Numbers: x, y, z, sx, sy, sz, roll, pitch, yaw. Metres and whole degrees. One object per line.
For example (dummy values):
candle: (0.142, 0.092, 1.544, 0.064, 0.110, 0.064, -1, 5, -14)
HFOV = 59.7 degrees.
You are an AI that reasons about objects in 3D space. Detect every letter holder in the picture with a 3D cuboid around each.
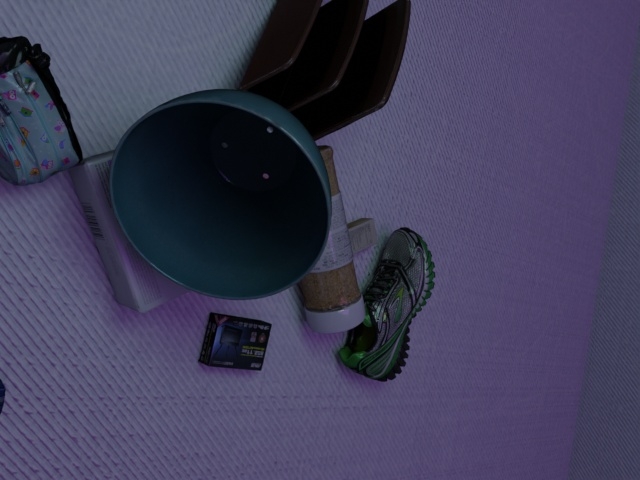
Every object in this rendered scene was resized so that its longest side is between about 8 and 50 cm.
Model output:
letter holder: (0.022, -0.343, 0.956, 0.152, 0.214, 0.302, 41, 49, -34)

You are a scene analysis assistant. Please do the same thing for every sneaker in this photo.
sneaker: (0.144, 0.134, 1.219, 0.146, 0.134, 0.344, 22, 81, -39)

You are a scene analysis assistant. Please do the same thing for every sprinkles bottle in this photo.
sprinkles bottle: (0.000, 0.000, 1.090, 0.121, 0.121, 0.356, -23, 109, -36)

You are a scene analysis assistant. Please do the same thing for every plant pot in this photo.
plant pot: (-0.118, -0.090, 0.789, 0.290, 0.290, 0.195, 61, 22, -27)

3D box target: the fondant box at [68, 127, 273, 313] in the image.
fondant box: (-0.207, -0.060, 0.926, 0.330, 0.096, 0.239, -26, 110, -35)

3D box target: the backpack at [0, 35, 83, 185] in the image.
backpack: (-0.398, -0.166, 0.735, 0.115, 0.152, 0.182, -31, 125, -26)

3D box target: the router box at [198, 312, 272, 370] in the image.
router box: (-0.156, 0.188, 1.031, 0.122, 0.038, 0.092, 16, 85, -40)

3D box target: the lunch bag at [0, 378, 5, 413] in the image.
lunch bag: (-0.478, 0.211, 0.741, 0.098, 0.067, 0.065, 13, 86, -39)

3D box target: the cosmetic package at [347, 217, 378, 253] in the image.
cosmetic package: (0.067, -0.005, 1.199, 0.115, 0.041, 0.060, -21, 107, -37)
